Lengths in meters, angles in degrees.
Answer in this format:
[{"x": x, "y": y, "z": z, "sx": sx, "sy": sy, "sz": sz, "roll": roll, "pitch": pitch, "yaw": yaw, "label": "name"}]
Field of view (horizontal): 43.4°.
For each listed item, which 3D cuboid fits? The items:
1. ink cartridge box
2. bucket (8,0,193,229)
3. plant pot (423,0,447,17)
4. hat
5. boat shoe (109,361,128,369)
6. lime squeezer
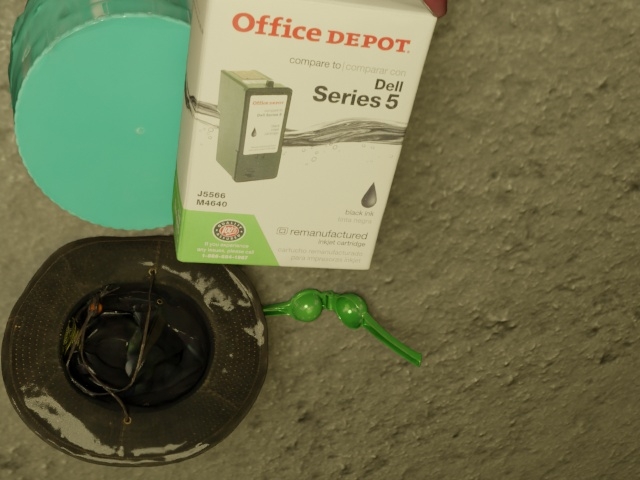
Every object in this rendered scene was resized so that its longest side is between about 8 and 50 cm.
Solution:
[{"x": -0.029, "y": -0.115, "z": 0.763, "sx": 0.198, "sy": 0.114, "sz": 0.272, "roll": 3, "pitch": 124, "yaw": -15, "label": "ink cartridge box"}, {"x": -0.201, "y": -0.157, "z": 0.871, "sx": 0.281, "sy": 0.183, "sz": 0.281, "roll": -9, "pitch": 127, "yaw": -12, "label": "bucket"}, {"x": 0.032, "y": -0.322, "z": 0.850, "sx": 0.201, "sy": 0.201, "sz": 0.180, "roll": -9, "pitch": 110, "yaw": -13, "label": "plant pot"}, {"x": -0.240, "y": 0.151, "z": 1.068, "sx": 0.331, "sy": 0.331, "sz": 0.134, "roll": -7, "pitch": 162, "yaw": -15, "label": "hat"}, {"x": -0.266, "y": 0.199, "z": 1.159, "sx": 0.226, "sy": 0.076, "sz": 0.083, "roll": 0, "pitch": 123, "yaw": -20, "label": "boat shoe"}, {"x": 0.001, "y": 0.120, "z": 1.192, "sx": 0.310, "sy": 0.110, "sz": 0.059, "roll": 10, "pitch": 142, "yaw": 9, "label": "lime squeezer"}]
